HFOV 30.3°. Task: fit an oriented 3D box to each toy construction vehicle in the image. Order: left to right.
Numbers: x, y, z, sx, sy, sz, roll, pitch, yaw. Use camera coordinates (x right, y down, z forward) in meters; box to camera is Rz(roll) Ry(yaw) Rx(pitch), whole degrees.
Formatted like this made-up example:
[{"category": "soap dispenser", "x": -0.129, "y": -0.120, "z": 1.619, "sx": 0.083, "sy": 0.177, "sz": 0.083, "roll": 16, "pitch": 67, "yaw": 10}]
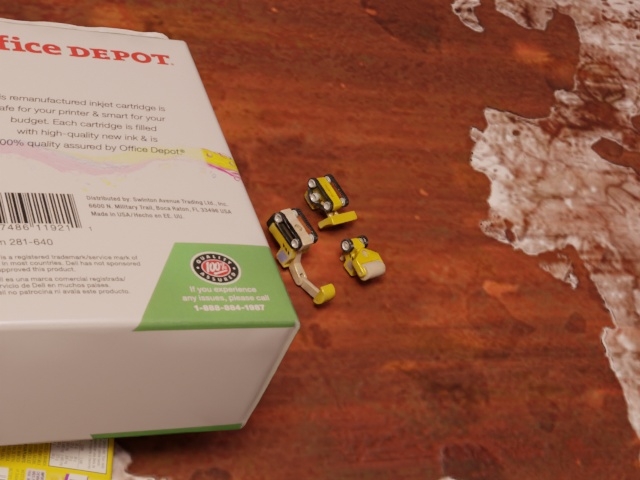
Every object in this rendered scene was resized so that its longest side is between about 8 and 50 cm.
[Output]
[{"category": "toy construction vehicle", "x": 0.000, "y": 0.000, "z": 0.940, "sx": 0.086, "sy": 0.035, "sz": 0.098, "roll": -19, "pitch": 69, "yaw": -48}]

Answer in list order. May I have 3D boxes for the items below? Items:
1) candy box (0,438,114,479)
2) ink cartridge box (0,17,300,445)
[{"category": "candy box", "x": -0.184, "y": 0.124, "z": 0.749, "sx": 0.105, "sy": 0.027, "sz": 0.206, "roll": 14, "pitch": 51, "yaw": -20}, {"category": "ink cartridge box", "x": -0.161, "y": -0.014, "z": 0.774, "sx": 0.201, "sy": 0.117, "sz": 0.278, "roll": 1, "pitch": 46, "yaw": -29}]
